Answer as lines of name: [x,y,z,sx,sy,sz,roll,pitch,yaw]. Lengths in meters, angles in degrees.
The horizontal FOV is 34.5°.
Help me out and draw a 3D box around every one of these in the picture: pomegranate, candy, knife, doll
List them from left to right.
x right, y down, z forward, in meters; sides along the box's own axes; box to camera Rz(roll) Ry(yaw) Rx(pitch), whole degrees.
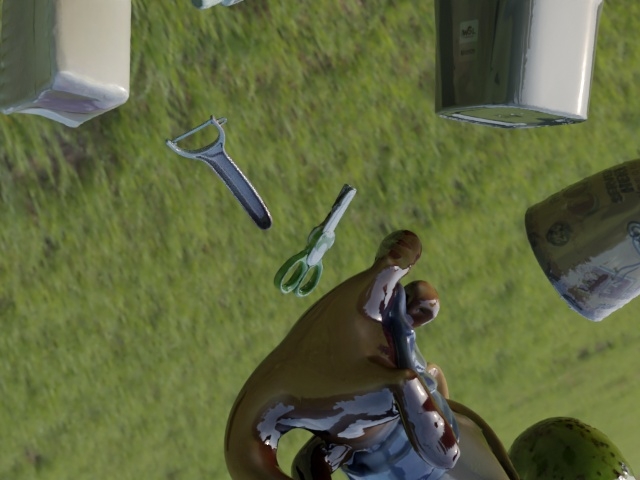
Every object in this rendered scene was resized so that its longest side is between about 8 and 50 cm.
candy: [-0.393,-0.369,1.605,0.145,0.359,0.208,10,162,-38]
knife: [-0.166,-0.129,1.976,0.123,0.053,0.278,-22,130,22]
doll: [0.075,0.187,0.976,0.318,0.209,0.340,-62,142,-22]
pomegranate: [0.395,0.374,1.564,0.247,0.214,0.214,5,146,-35]

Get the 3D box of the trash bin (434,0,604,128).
trash bin: [0.258,-0.283,1.357,0.219,0.250,0.219,4,179,-33]

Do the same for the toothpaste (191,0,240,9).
toothpaste: [-0.060,-0.296,1.134,0.216,0.037,0.062,-36,139,-38]

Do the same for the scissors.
scissors: [0.000,0.000,1.680,0.204,0.027,0.101,-59,149,8]

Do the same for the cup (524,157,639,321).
cup: [0.529,-0.019,1.742,0.257,0.227,0.301,-32,164,29]
